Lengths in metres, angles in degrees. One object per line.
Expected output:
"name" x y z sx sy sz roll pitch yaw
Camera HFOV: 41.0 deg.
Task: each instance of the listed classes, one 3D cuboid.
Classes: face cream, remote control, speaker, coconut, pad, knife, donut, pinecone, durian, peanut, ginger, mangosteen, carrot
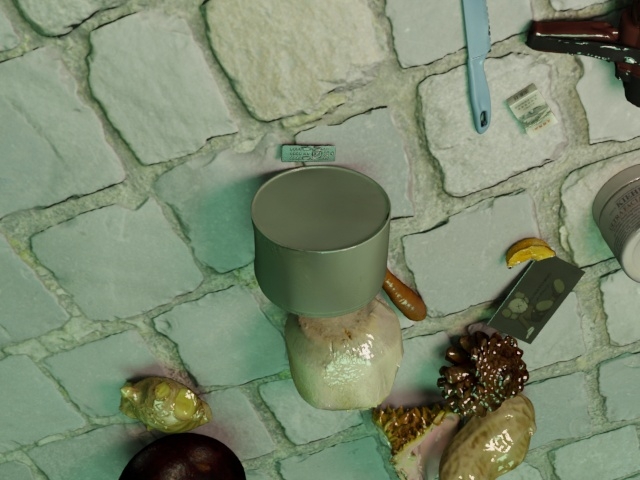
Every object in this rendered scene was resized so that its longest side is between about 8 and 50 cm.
"face cream" 0.602 -0.028 1.541 0.177 0.152 0.177 -5 130 -5
"remote control" -0.021 -0.147 1.424 0.091 0.016 0.034 -1 115 -9
"speaker" 0.469 -0.331 1.248 0.259 0.198 0.329 -15 141 -14
"coconut" 0.048 0.214 1.616 0.227 0.227 0.230 -11 130 0
"pad" 0.430 0.115 1.704 0.127 0.004 0.190 24 108 -27
"knife" 0.248 -0.297 1.340 0.045 0.019 0.313 -19 131 -3
"donut" 0.394 0.024 1.628 0.067 0.037 0.083 26 127 -31
"pinecone" 0.327 0.276 1.754 0.179 0.150 0.195 0 134 -34
"durian" 0.235 0.437 1.891 0.196 0.185 0.305 -36 137 -3
"peanut" 0.356 0.466 1.860 0.153 0.325 0.140 26 152 26
"ginger" -0.320 0.332 1.731 0.157 0.102 0.216 -14 143 39
"mangosteen" -0.262 0.564 1.786 0.347 0.307 0.306 19 141 32
"carrot" 0.137 0.084 1.635 0.048 0.048 0.216 -32 122 17

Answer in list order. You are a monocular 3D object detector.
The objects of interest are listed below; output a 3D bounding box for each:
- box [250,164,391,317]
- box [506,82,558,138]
"box" 0.000 0.000 1.414 0.226 0.226 0.149 -4 131 -6
"box" 0.352 -0.215 1.423 0.054 0.024 0.083 -33 128 16
